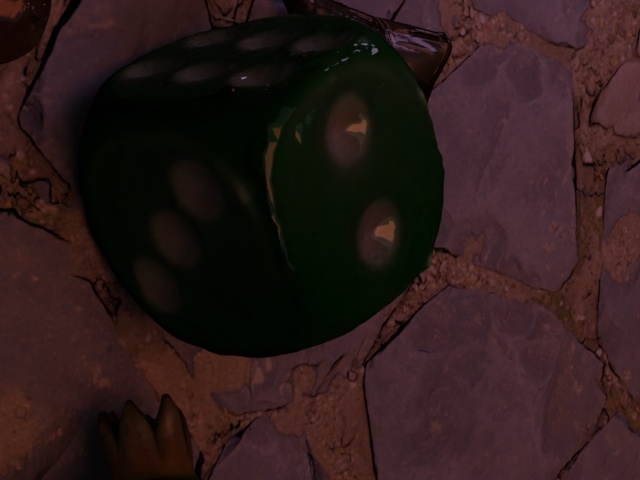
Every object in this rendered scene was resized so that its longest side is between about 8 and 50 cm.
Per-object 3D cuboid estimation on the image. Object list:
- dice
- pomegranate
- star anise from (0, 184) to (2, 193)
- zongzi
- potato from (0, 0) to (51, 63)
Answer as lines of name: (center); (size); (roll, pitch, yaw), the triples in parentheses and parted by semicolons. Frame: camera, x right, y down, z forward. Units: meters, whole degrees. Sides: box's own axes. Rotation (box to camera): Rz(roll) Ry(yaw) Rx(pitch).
dice: (-0.060, -0.067, 1.873); (0.287, 0.297, 0.300); (-35, 119, -36)
pomegranate: (-0.192, 0.357, 1.895); (0.310, 0.216, 0.358); (5, 63, -44)
star anise: (-0.400, -0.059, 1.682); (0.223, 0.109, 0.236); (-18, 113, -33)
zongzi: (0.015, -0.161, 2.078); (0.241, 0.111, 0.248); (16, 92, -26)
potato: (-0.321, -0.212, 1.742); (0.100, 0.089, 0.172); (49, 64, -38)
